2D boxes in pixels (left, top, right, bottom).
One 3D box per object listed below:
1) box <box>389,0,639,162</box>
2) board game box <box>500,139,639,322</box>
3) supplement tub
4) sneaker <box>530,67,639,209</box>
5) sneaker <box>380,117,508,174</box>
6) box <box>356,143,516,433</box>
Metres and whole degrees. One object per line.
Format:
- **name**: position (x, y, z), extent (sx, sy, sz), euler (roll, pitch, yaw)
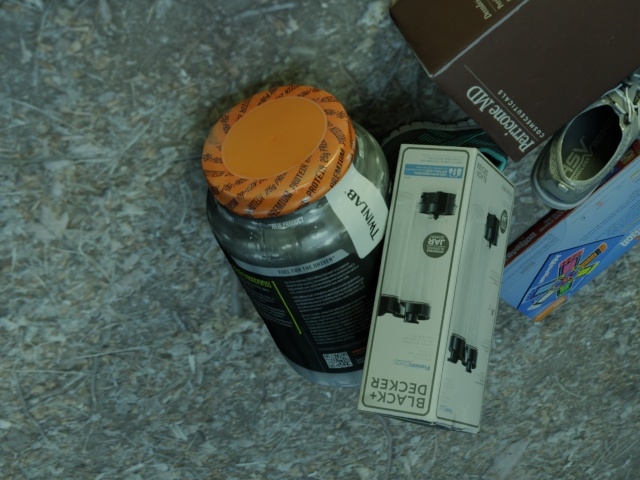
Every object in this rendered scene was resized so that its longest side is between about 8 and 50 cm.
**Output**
- **box**: position (0.284, -0.280, 1.253), extent (0.381, 0.143, 0.191), euler (-38, 135, 17)
- **board game box**: position (0.361, -0.006, 1.626), extent (0.281, 0.027, 0.145), euler (-42, 132, 18)
- **supplement tub**: position (0.000, 0.000, 1.352), extent (0.207, 0.207, 0.338), euler (-24, 137, 1)
- **sneaker**: position (0.341, -0.158, 1.348), extent (0.105, 0.115, 0.281), euler (27, 92, 1)
- **sneaker**: position (0.147, -0.101, 1.410), extent (0.166, 0.076, 0.065), euler (-12, 134, -12)
- **box**: position (0.130, 0.057, 1.293), extent (0.087, 0.290, 0.169), euler (5, 171, 26)
